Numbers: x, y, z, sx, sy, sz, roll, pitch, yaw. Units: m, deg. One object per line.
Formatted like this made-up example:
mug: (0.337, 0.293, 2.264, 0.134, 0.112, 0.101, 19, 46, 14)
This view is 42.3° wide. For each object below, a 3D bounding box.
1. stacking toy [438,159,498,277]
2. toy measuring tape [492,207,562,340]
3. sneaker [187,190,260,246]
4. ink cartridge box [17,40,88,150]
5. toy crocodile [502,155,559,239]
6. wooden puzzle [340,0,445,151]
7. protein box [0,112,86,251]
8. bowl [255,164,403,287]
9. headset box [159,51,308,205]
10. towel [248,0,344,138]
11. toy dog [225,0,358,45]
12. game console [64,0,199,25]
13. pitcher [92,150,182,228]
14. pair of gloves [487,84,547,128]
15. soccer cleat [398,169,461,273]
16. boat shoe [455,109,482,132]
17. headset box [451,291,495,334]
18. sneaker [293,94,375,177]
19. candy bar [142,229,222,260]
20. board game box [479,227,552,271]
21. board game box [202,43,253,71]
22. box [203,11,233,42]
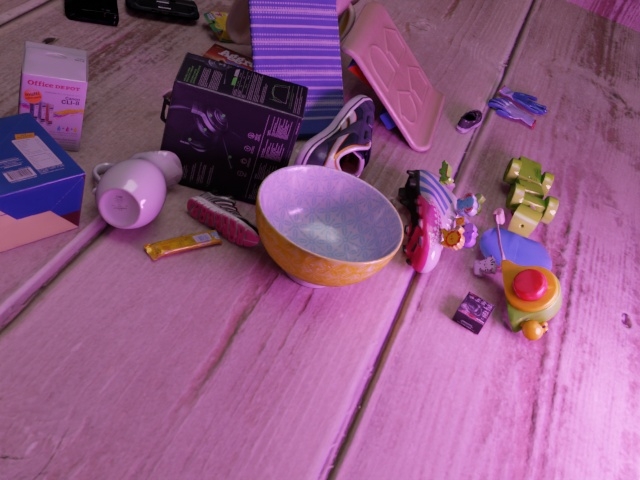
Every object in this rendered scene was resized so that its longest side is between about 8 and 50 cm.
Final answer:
stacking toy: (0.317, -0.046, 1.779, 0.167, 0.052, 0.221, 37, 46, -43)
toy measuring tape: (0.439, 0.062, 1.742, 0.121, 0.121, 0.330, 10, 52, -13)
sneaker: (-0.182, -0.051, 1.663, 0.170, 0.063, 0.075, 29, 44, 18)
ink cartridge box: (-0.550, -0.295, 1.695, 0.128, 0.176, 0.127, 4, 41, -20)
toy crocodile: (0.505, -0.110, 2.035, 0.115, 0.105, 0.340, 21, 33, -2)
wooden puzzle: (0.186, -0.430, 2.194, 0.348, 0.081, 0.322, 49, 35, -21)
protein box: (-0.569, -0.106, 1.491, 0.200, 0.136, 0.201, -23, 55, -41)
bowl: (0.000, 0.000, 1.610, 0.290, 0.156, 0.289, 13, 38, -10)
headset box: (-0.196, -0.226, 1.722, 0.283, 0.246, 0.131, 14, 39, -7)
towel: (-0.057, -0.411, 1.983, 0.243, 0.335, 0.040, -8, 9, -30)
toy dog: (-0.019, -0.683, 2.204, 0.285, 0.395, 0.408, 27, 45, 14)
game console: (-0.506, -0.639, 2.241, 0.362, 0.044, 0.213, 3, 43, -21)
pitcher: (-0.380, -0.105, 1.609, 0.178, 0.125, 0.207, 1, 27, 8)
pair of gloves: (0.592, -0.401, 2.478, 0.159, 0.023, 0.198, 32, 40, 11)
soccer cleat: (0.258, -0.047, 1.818, 0.143, 0.116, 0.331, 14, 38, -9)
boat shoe: (0.422, -0.340, 2.308, 0.049, 0.040, 0.142, 32, 39, 14)
headset box: (0.309, 0.149, 1.674, 0.062, 0.032, 0.083, 30, 40, 12)
sneaker: (0.069, -0.223, 1.941, 0.128, 0.126, 0.321, 28, 49, 15)
candy bar: (-0.260, 0.007, 1.594, 0.162, 0.018, 0.040, -14, 53, -37)
board game box: (0.434, 0.038, 1.862, 0.169, 0.033, 0.133, 21, 41, 4)
board game box: (-0.173, -0.424, 2.147, 0.281, 0.027, 0.145, 22, 37, 2)
box: (-0.233, -0.594, 2.313, 0.179, 0.043, 0.105, -3, 44, -31)
